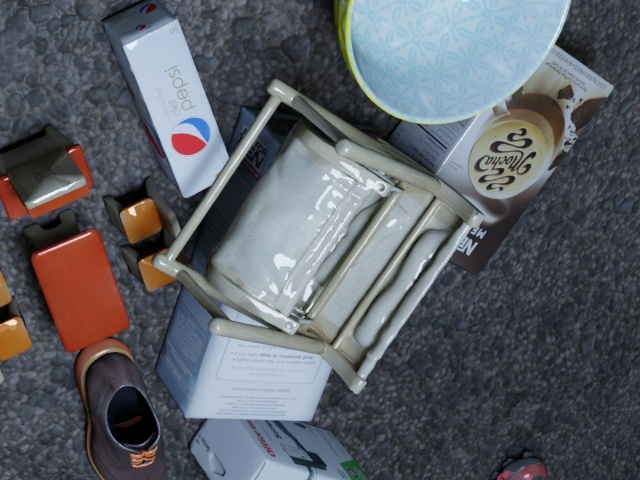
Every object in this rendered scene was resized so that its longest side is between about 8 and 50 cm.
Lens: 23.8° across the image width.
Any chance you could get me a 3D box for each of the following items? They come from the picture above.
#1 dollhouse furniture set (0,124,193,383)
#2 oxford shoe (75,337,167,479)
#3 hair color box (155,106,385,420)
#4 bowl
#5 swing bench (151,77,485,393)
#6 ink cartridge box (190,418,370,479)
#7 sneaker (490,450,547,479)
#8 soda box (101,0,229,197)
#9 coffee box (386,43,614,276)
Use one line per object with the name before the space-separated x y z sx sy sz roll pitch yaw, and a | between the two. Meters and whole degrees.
dollhouse furniture set | -0.282 0.016 1.698 0.262 0.135 0.259 -25 129 -14
oxford shoe | -0.240 0.254 1.898 0.097 0.098 0.271 -25 128 -14
hair color box | -0.052 0.037 1.860 0.185 0.113 0.374 6 117 -32
bowl | 0.125 -0.293 1.723 0.289 0.156 0.289 -15 126 -22
swing bench | 0.000 0.000 1.692 0.254 0.165 0.253 26 103 -43
ink cartridge box | -0.048 0.302 2.006 0.208 0.153 0.087 22 106 -39
sneaker | 0.291 0.458 2.315 0.097 0.135 0.276 9 113 -32
soda box | -0.168 -0.157 1.694 0.069 0.074 0.216 -29 129 -12
coffee box | 0.202 -0.125 1.899 0.168 0.119 0.297 26 104 -39
